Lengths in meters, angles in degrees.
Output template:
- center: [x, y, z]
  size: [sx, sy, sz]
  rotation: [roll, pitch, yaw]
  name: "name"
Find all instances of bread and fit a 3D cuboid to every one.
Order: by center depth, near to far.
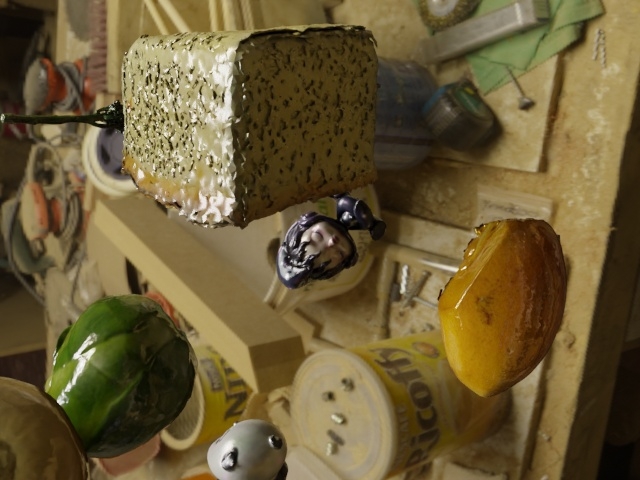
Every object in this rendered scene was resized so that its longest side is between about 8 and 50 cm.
- center: [-0.099, -0.165, 0.908]
  size: [0.315, 0.279, 0.248]
  rotation: [31, 127, 53]
  name: "bread"
- center: [-0.529, 0.427, 1.135]
  size: [0.376, 0.253, 0.348]
  rotation: [-56, 47, 45]
  name: "bread"

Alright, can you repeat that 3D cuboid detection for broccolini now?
- center: [-0.474, -0.232, 1.301]
  size: [0.058, 0.254, 0.071]
  rotation: [-8, 92, 54]
  name: "broccolini"

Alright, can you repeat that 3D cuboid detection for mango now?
- center: [0.242, 0.084, 0.898]
  size: [0.126, 0.154, 0.252]
  rotation: [146, 138, -84]
  name: "mango"

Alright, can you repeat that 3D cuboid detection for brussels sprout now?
- center: [-0.420, 0.272, 1.444]
  size: [0.314, 0.276, 0.371]
  rotation: [-51, 26, 12]
  name: "brussels sprout"

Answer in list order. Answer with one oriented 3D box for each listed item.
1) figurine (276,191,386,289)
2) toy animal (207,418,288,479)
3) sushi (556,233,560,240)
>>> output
- center: [0.000, 0.000, 1.290]
  size: [0.222, 0.145, 0.145]
  rotation: [-45, 57, 2]
  name: "figurine"
- center: [-0.209, 0.682, 2.059]
  size: [0.251, 0.251, 0.309]
  rotation: [44, 151, 34]
  name: "toy animal"
- center: [0.424, 0.097, 1.430]
  size: [0.134, 0.272, 0.109]
  rotation: [14, 138, 9]
  name: "sushi"
